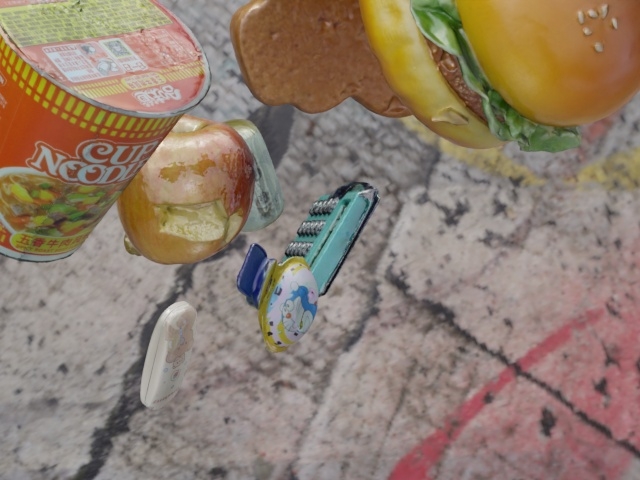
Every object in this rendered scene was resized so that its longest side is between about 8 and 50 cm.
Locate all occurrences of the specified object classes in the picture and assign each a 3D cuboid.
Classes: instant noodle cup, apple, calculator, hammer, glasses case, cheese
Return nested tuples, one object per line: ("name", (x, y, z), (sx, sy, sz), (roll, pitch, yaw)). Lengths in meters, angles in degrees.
("instant noodle cup", (-0.224, -0.098, 0.954), (0.193, 0.212, 0.193), (23, 37, -19))
("apple", (-0.175, -0.061, 1.409), (0.199, 0.199, 0.199), (13, 65, -29))
("calculator", (0.000, 0.000, 2.198), (0.058, 0.274, 0.248), (34, 81, -16))
("hammer", (-0.204, -0.060, 1.890), (0.305, 0.113, 0.201), (-36, 121, -27))
("glasses case", (-0.255, 0.194, 1.883), (0.051, 0.204, 0.081), (28, 29, 23))
("cheese", (-0.063, 0.085, 1.689), (0.250, 0.064, 0.156), (46, 60, -58))

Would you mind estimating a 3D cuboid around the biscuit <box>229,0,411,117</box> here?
("biscuit", (0.084, -0.212, 0.972), (0.334, 0.047, 0.202), (-22, 119, -5))

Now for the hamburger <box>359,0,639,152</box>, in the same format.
("hamburger", (0.146, -0.177, 0.747), (0.246, 0.170, 0.246), (13, 73, -50))
